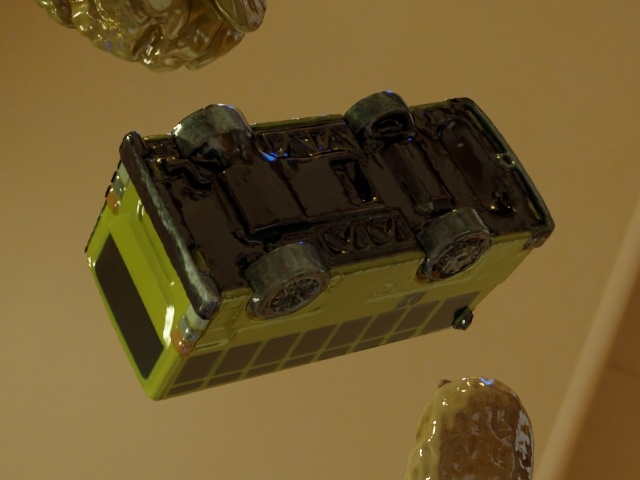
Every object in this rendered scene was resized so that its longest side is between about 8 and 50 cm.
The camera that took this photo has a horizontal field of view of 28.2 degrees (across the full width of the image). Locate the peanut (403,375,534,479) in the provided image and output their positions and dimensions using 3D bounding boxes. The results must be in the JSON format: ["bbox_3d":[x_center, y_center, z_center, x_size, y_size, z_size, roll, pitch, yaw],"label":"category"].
[{"bbox_3d":[0.160,0.298,1.393,0.159,0.143,0.291,82,-168,-64],"label":"peanut"}]

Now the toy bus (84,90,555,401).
[{"bbox_3d":[0.000,0.000,0.798,0.262,0.128,0.150,-10,-31,-34],"label":"toy bus"}]

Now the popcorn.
[{"bbox_3d":[-0.219,-0.355,1.643,0.334,0.293,0.292,-81,-28,-43],"label":"popcorn"}]
